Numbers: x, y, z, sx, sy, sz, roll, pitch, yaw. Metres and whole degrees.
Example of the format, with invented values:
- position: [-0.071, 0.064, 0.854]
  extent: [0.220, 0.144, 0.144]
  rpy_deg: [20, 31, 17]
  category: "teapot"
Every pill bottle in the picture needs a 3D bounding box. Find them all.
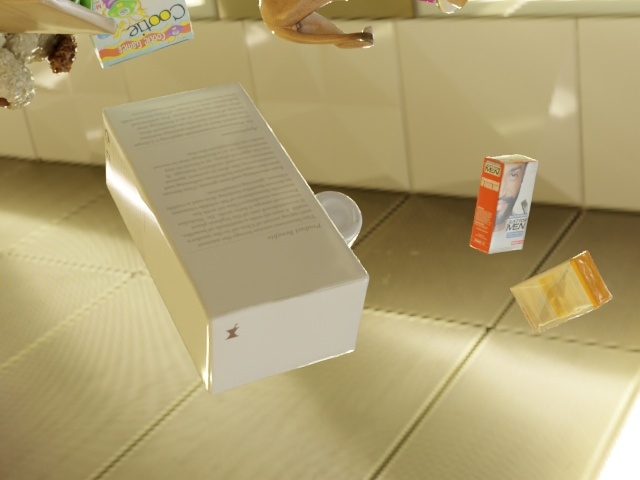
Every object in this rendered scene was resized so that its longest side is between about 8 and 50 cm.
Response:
- position: [0.000, 0.000, 1.716]
  extent: [0.094, 0.169, 0.094]
  rpy_deg: [8, -120, -13]
  category: "pill bottle"

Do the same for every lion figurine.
- position: [-0.053, -0.451, 1.766]
  extent: [0.240, 0.142, 0.392]
  rpy_deg: [-10, -126, -3]
  category: "lion figurine"

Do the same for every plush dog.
- position: [-0.471, -0.312, 1.499]
  extent: [0.262, 0.211, 0.225]
  rpy_deg: [22, -174, 10]
  category: "plush dog"

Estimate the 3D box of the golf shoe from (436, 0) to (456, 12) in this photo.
- position: [0.277, -0.511, 2.007]
  extent: [0.067, 0.186, 0.086]
  rpy_deg: [-15, -132, -40]
  category: "golf shoe"

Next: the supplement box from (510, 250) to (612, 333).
- position: [0.275, 0.060, 1.206]
  extent: [0.036, 0.062, 0.098]
  rpy_deg: [-23, 174, -44]
  category: "supplement box"

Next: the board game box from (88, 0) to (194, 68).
- position: [-0.299, -0.410, 1.509]
  extent: [0.144, 0.142, 0.275]
  rpy_deg: [-21, -118, -10]
  category: "board game box"

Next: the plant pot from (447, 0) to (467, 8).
- position: [0.183, -0.481, 1.564]
  extent: [0.205, 0.188, 0.205]
  rpy_deg: [33, -164, -11]
  category: "plant pot"

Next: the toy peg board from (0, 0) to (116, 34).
- position: [-0.324, -0.275, 1.127]
  extent: [0.160, 0.079, 0.161]
  rpy_deg: [4, 180, 16]
  category: "toy peg board"

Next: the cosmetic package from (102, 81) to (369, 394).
- position: [-0.138, -0.021, 1.521]
  extent: [0.230, 0.162, 0.453]
  rpy_deg: [-14, -132, -21]
  category: "cosmetic package"

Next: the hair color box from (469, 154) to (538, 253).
- position: [0.328, -0.066, 1.883]
  extent: [0.093, 0.167, 0.053]
  rpy_deg: [-7, -159, -37]
  category: "hair color box"

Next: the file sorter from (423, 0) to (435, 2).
- position: [0.145, -0.657, 2.114]
  extent: [0.202, 0.291, 0.182]
  rpy_deg: [4, -154, -26]
  category: "file sorter"
